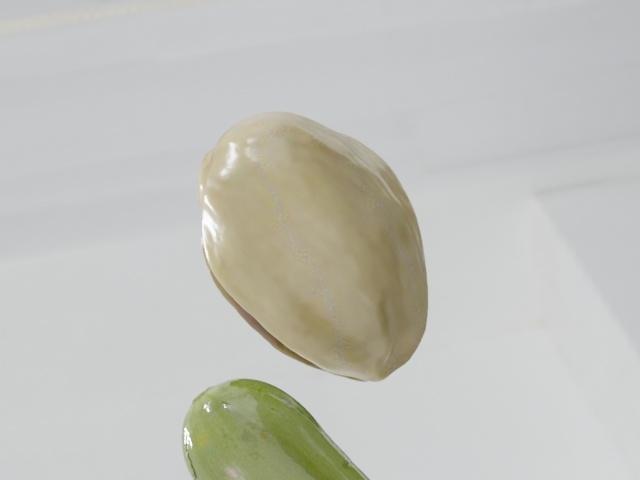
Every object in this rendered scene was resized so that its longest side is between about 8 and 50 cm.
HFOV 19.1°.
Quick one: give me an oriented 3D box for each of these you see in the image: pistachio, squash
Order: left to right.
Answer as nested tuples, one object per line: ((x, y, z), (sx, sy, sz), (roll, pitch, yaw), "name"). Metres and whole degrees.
((0.000, 0.000, 1.276), (0.200, 0.145, 0.117), (51, 169, 10), "pistachio")
((0.017, 0.178, 1.161), (0.250, 0.083, 0.083), (40, 169, 3), "squash")
